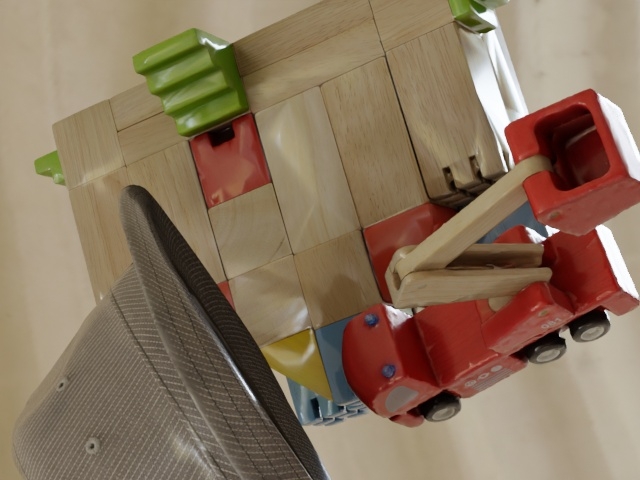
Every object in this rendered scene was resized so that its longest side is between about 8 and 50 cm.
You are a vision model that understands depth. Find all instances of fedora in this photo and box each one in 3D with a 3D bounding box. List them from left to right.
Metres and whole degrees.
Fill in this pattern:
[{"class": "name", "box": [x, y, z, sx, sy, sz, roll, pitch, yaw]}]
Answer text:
[{"class": "fedora", "box": [-0.073, 0.114, 0.843, 0.124, 0.275, 0.244, -33, -44, -2]}]

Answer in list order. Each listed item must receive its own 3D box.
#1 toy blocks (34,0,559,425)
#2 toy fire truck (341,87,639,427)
[{"class": "toy blocks", "box": [0.000, 0.000, 1.060, 0.190, 0.381, 0.261, 12, -121, -64]}, {"class": "toy fire truck", "box": [0.075, 0.017, 0.752, 0.192, 0.047, 0.135, -31, -32, 23]}]
